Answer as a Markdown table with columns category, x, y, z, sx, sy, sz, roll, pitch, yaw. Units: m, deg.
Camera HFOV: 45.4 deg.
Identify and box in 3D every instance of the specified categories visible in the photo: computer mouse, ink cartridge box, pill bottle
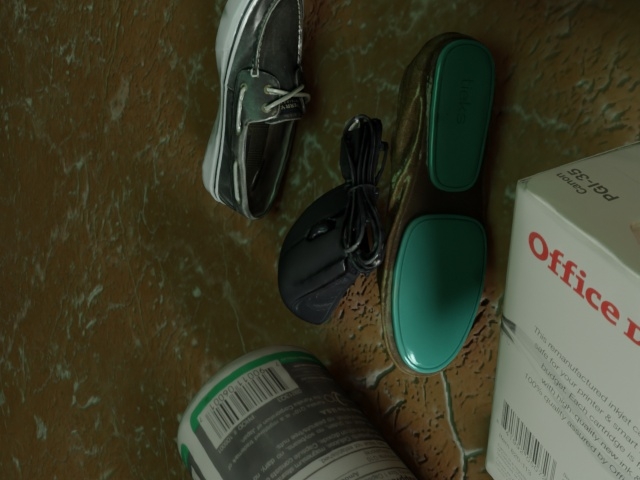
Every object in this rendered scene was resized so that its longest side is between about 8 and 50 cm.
| category | x | y | z | sx | sy | sz | roll | pitch | yaw |
| --- | --- | --- | --- | --- | --- | --- | --- | --- | --- |
| computer mouse | 0.000 | 0.000 | 0.864 | 0.272 | 0.072 | 0.188 | 117 | 158 | -55 |
| ink cartridge box | 0.214 | 0.109 | 0.478 | 0.207 | 0.117 | 0.283 | -128 | 26 | -47 |
| pill bottle | 0.010 | 0.297 | 0.817 | 0.361 | 0.204 | 0.204 | 46 | 123 | 40 |

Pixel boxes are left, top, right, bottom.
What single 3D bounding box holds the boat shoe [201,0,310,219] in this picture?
| category | x | y | z | sx | sy | sz | roll | pitch | yaw |
| --- | --- | --- | --- | --- | --- | --- | --- | --- | --- |
| boat shoe | -0.066 | -0.183 | 0.995 | 0.119 | 0.121 | 0.335 | 37 | 128 | 35 |

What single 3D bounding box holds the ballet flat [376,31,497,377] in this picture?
| category | x | y | z | sx | sy | sz | roll | pitch | yaw |
| --- | --- | --- | --- | --- | --- | --- | --- | --- | --- |
| ballet flat | 0.107 | -0.038 | 0.792 | 0.124 | 0.116 | 0.342 | -168 | 81 | -69 |
